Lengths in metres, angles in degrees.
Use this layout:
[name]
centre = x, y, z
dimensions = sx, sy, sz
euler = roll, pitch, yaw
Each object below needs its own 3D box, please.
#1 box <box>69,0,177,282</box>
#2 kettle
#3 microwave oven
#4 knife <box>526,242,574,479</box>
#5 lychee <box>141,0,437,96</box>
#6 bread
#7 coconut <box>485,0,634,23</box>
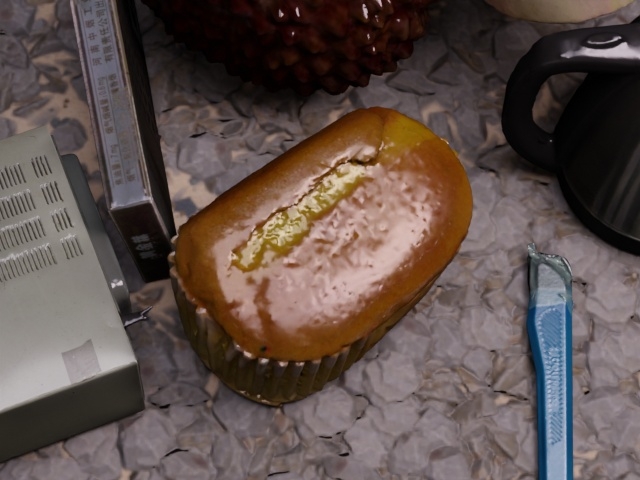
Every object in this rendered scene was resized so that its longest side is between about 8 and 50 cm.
[box]
centre = -0.185, -0.142, 1.597
dimensions = 0.047, 0.180, 0.325
euler = -13, 68, 0
[kettle]
centre = 0.315, -0.137, 1.572
dimensions = 0.251, 0.271, 0.207
euler = 30, 68, 9
[microwave oven]
centre = -0.264, 0.049, 1.531
dimensions = 0.194, 0.145, 0.240
euler = -19, 69, -13
[knife]
centre = 0.209, 0.142, 1.580
dimensions = 0.044, 0.026, 0.296
euler = 2, 69, 1
[lychee]
centre = -0.033, -0.290, 1.613
dimensions = 0.306, 0.306, 0.330
euler = -34, 100, -16
[bread]
centre = 0.000, 0.000, 1.560
dimensions = 0.288, 0.156, 0.204
euler = -37, 75, -18
[coconut]
centre = 0.215, -0.312, 1.519
dimensions = 0.239, 0.244, 0.239
euler = -16, 44, 16
